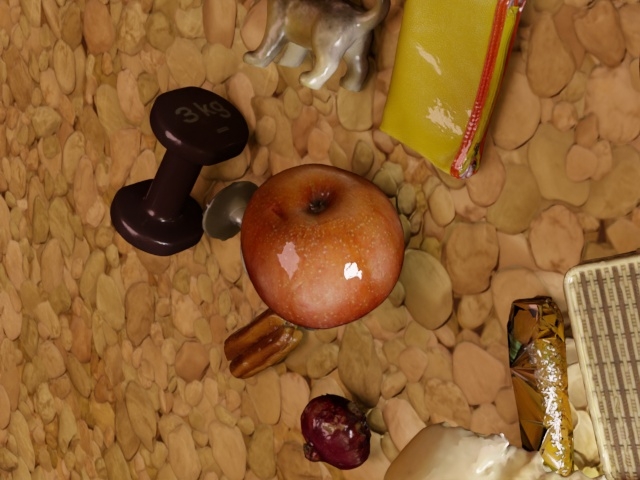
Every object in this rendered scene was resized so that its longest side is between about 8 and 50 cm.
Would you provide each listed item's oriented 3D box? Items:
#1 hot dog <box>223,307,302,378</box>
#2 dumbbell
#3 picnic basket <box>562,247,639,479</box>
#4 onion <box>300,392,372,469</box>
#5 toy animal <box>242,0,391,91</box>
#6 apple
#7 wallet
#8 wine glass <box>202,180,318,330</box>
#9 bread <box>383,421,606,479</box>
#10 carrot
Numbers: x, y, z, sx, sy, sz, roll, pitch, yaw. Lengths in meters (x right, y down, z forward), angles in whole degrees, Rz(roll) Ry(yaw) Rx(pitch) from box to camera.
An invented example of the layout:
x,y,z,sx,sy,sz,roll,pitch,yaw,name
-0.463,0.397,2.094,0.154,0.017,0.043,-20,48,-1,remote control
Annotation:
x,y,z,sx,sy,sz,roll,pitch,yaw,name
-0.082,0.142,1.937,0.165,0.045,0.071,-37,72,48,hot dog
-0.197,-0.094,1.948,0.124,0.140,0.225,46,130,20,dumbbell
0.391,0.096,1.245,0.313,0.175,0.228,-11,90,51,picnic basket
0.018,0.248,1.804,0.107,0.097,0.107,49,161,23,onion
-0.023,-0.277,1.717,0.233,0.121,0.168,41,117,34,toy animal
0.000,0.000,1.677,0.201,0.201,0.162,35,149,41,apple
0.150,-0.199,1.566,0.141,0.067,0.241,38,131,33,wallet
-0.057,0.020,1.837,0.222,0.103,0.103,46,131,33,wine glass
0.208,0.371,1.416,0.424,0.245,0.329,38,147,35,bread
0.243,0.176,1.540,0.069,0.069,0.228,1,100,51,carrot
